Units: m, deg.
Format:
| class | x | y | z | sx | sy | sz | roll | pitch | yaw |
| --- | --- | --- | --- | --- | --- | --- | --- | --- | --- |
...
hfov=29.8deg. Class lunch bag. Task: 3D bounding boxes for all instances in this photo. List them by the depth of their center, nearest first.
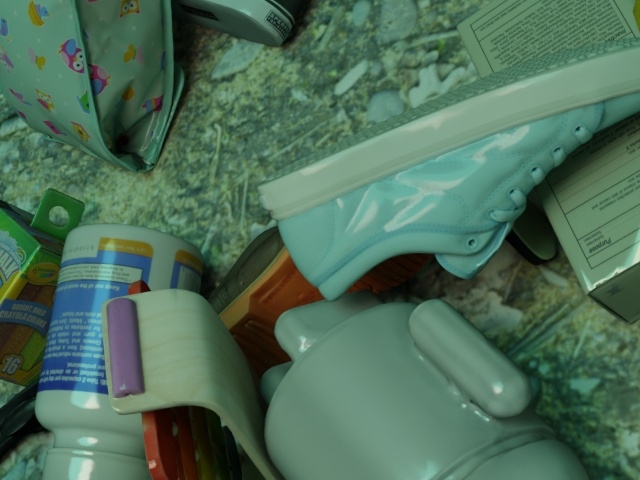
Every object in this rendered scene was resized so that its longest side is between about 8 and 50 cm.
| class | x | y | z | sx | sy | sz | roll | pitch | yaw |
| --- | --- | --- | --- | --- | --- | --- | --- | --- | --- |
| lunch bag | -0.286 | -0.220 | 1.422 | 0.223 | 0.262 | 0.160 | 22 | 42 | 34 |

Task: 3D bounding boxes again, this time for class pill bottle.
| class | x | y | z | sx | sy | sz | roll | pitch | yaw |
| --- | --- | --- | --- | --- | --- | --- | --- | --- | --- |
| pill bottle | -0.216 | 0.131 | 1.267 | 0.152 | 0.152 | 0.272 | -3 | 70 | 31 |

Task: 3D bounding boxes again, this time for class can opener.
| class | x | y | z | sx | sy | sz | roll | pitch | yaw |
| --- | --- | --- | --- | --- | --- | --- | --- | --- | --- |
| can opener | -0.363 | 0.216 | 1.388 | 0.186 | 0.073 | 0.059 | -37 | 64 | 27 |

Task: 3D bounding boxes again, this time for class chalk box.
| class | x | y | z | sx | sy | sz | roll | pitch | yaw |
| --- | --- | --- | --- | --- | --- | --- | --- | --- | --- |
| chalk box | -0.343 | 0.043 | 1.394 | 0.132 | 0.132 | 0.213 | 37 | 94 | 37 |

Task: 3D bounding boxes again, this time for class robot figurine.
| class | x | y | z | sx | sy | sz | roll | pitch | yaw |
| --- | --- | --- | --- | --- | --- | --- | --- | --- | --- |
| robot figurine | 0.089 | 0.191 | 1.020 | 0.353 | 0.199 | 0.300 | 47 | 139 | 35 |

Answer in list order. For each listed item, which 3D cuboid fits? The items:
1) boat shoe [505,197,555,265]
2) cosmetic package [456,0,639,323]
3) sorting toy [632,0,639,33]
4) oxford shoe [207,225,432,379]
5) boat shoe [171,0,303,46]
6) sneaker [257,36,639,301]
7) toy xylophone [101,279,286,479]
| class | x | y | z | sx | sy | sz | roll | pitch | yaw |
| --- | --- | --- | --- | --- | --- | --- | --- | --- | --- |
| boat shoe | 0.176 | -0.025 | 1.148 | 0.133 | 0.049 | 0.042 | 55 | 132 | 28 |
| cosmetic package | 0.260 | -0.102 | 1.079 | 0.160 | 0.113 | 0.309 | -31 | 59 | 20 |
| sorting toy | 0.370 | -0.210 | 0.997 | 0.307 | 0.041 | 0.229 | -25 | 52 | -26 |
| oxford shoe | 0.000 | 0.000 | 1.187 | 0.363 | 0.130 | 0.133 | -42 | 34 | 14 |
| boat shoe | -0.146 | -0.325 | 1.425 | 0.306 | 0.113 | 0.105 | 23 | 79 | 34 |
| sneaker | 0.137 | -0.054 | 1.022 | 0.365 | 0.135 | 0.150 | -21 | 101 | 18 |
| toy xylophone | -0.091 | 0.185 | 1.066 | 0.081 | 0.323 | 0.236 | -19 | 43 | 6 |
